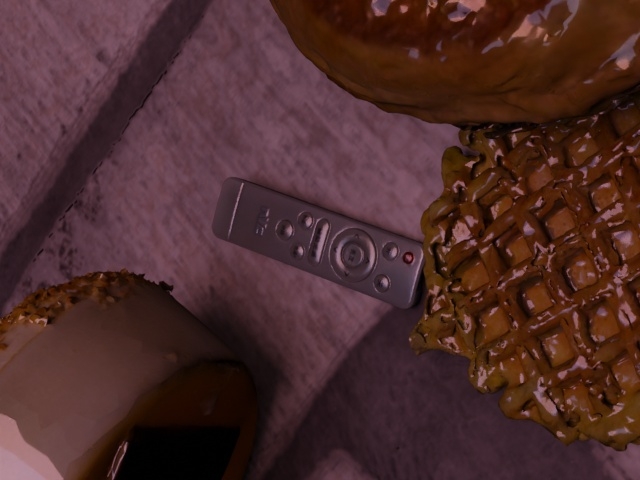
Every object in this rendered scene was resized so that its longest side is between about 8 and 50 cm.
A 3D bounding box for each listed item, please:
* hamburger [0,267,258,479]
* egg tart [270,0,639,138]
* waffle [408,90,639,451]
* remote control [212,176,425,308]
[{"bbox_3d":[-0.178,0.161,1.006,0.179,0.276,0.294,24,98,24],"label":"hamburger"},{"bbox_3d":[0.124,-0.280,0.844,0.443,0.178,0.443,2,94,43],"label":"egg tart"},{"bbox_3d":[0.169,0.002,0.890,0.245,0.052,0.254,16,96,38],"label":"waffle"},{"bbox_3d":[0.000,0.000,1.034,0.184,0.027,0.050,21,101,31],"label":"remote control"}]
